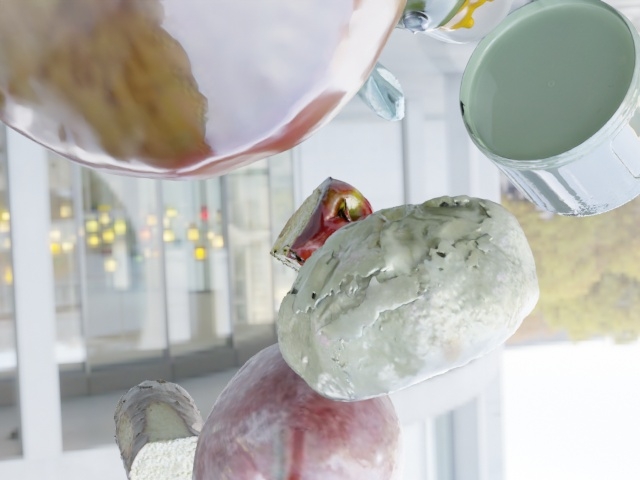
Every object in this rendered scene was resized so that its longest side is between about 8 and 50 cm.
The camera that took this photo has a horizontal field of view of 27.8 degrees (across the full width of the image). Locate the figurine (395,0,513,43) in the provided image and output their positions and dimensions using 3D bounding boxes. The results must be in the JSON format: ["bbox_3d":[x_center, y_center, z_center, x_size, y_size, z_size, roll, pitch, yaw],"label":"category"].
[{"bbox_3d":[0.141,-0.267,1.386,0.250,0.166,0.141,23,-154,-37],"label":"figurine"}]

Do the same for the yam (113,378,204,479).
[{"bbox_3d":[-0.225,0.292,1.874,0.129,0.128,0.238,24,-171,-20],"label":"yam"}]

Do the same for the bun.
[{"bbox_3d":[0.065,0.042,1.133,0.239,0.141,0.239,-23,-173,3],"label":"bun"}]

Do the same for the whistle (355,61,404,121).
[{"bbox_3d":[0.008,-0.284,1.868,0.312,0.062,0.062,43,-157,21],"label":"whistle"}]

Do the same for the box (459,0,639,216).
[{"bbox_3d":[0.295,-0.160,1.539,0.226,0.226,0.149,0,158,35],"label":"box"}]

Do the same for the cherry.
[{"bbox_3d":[-0.023,0.228,1.339,0.236,0.213,0.285,-31,-156,14],"label":"cherry"}]

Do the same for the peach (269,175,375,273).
[{"bbox_3d":[0.005,0.004,1.506,0.092,0.127,0.172,30,150,-7],"label":"peach"}]

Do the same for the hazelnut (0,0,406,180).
[{"bbox_3d":[-0.096,-0.203,0.884,0.366,0.365,0.366,-2,-177,0],"label":"hazelnut"}]
